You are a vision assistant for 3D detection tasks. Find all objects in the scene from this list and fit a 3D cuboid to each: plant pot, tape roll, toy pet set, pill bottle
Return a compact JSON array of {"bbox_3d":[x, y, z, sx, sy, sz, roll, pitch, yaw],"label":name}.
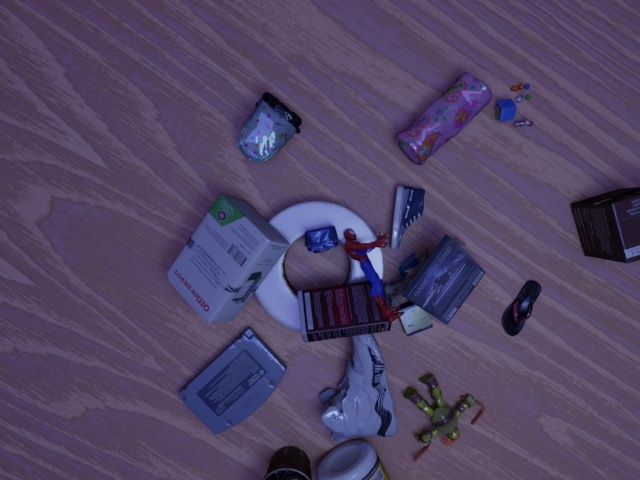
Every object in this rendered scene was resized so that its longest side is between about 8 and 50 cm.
[{"bbox_3d":[-0.092,0.701,1.343,0.166,0.165,0.167,0,93,0],"label":"plant pot"},{"bbox_3d":[-0.009,0.076,1.347,0.391,0.072,0.393,0,93,0],"label":"tape roll"},{"bbox_3d":[0.562,-0.386,1.318,0.114,0.065,0.122,-8,93,1],"label":"toy pet set"},{"bbox_3d":[0.139,0.776,1.337,0.187,0.188,0.334,-26,93,2],"label":"pill bottle"}]

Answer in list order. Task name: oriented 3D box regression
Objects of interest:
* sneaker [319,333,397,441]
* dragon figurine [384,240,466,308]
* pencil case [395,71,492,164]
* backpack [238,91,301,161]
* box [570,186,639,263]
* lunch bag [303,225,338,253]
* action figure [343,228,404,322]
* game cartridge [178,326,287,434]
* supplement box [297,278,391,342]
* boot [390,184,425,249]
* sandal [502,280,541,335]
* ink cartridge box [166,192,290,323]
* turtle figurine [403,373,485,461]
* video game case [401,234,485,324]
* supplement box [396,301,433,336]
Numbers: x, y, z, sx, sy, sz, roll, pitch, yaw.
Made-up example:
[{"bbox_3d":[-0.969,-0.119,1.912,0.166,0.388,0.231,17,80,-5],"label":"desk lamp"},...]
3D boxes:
[{"bbox_3d":[0.089,0.418,1.324,0.210,0.137,0.366,-14,104,0],"label":"sneaker"},{"bbox_3d":[0.285,0.087,1.340,0.289,0.144,0.085,-44,91,-17],"label":"dragon figurine"},{"bbox_3d":[0.344,-0.344,1.298,0.284,0.124,0.124,-43,93,3],"label":"pencil case"},{"bbox_3d":[-0.157,-0.309,1.300,0.152,0.115,0.182,38,96,-5],"label":"backpack"},{"bbox_3d":[0.841,-0.048,1.272,0.168,0.203,0.167,-17,93,1],"label":"box"},{"bbox_3d":[0.000,0.000,1.273,0.098,0.067,0.065,-13,93,2],"label":"lunch bag"},{"bbox_3d":[0.160,0.061,1.227,0.139,0.091,0.280,-34,61,4],"label":"action figure"},{"bbox_3d":[-0.254,0.428,1.381,0.297,0.062,0.198,-42,97,3],"label":"game cartridge"},{"bbox_3d":[0.064,0.192,1.256,0.239,0.073,0.130,-8,58,1],"label":"supplement box"},{"bbox_3d":[0.253,-0.063,1.337,0.085,0.069,0.190,7,92,2],"label":"boot"},{"bbox_3d":[0.600,0.201,1.370,0.067,0.040,0.179,27,93,-2],"label":"sandal"},{"bbox_3d":[-0.259,0.052,1.270,0.211,0.121,0.289,43,103,22],"label":"ink cartridge box"},{"bbox_3d":[0.344,0.524,1.369,0.269,0.087,0.217,-37,93,2],"label":"turtle figurine"},{"bbox_3d":[0.351,0.118,1.282,0.274,0.026,0.196,33,94,-45],"label":"video game case"},{"bbox_3d":[0.275,0.226,1.364,0.083,0.056,0.083,-22,94,1],"label":"supplement box"}]
